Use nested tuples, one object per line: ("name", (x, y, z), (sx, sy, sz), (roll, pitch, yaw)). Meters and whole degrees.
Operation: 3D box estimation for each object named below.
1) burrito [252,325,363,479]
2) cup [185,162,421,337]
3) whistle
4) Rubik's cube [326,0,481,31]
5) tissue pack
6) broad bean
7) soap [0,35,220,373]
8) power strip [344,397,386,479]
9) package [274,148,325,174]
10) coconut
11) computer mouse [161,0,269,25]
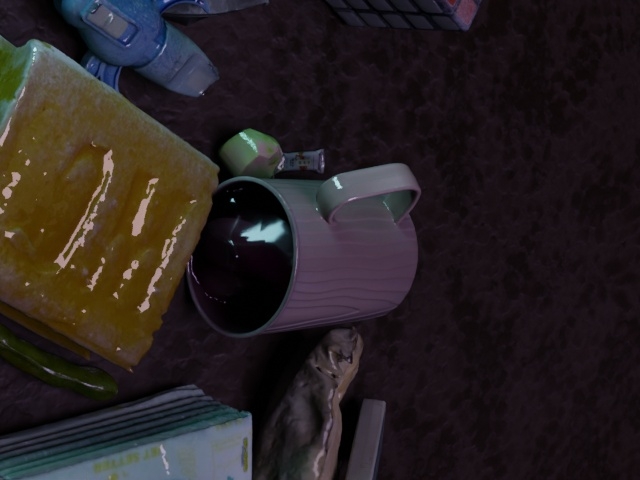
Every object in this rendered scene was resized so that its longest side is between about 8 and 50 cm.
("burrito", (-0.022, 0.280, 2.000), (0.190, 0.135, 0.332), (24, 76, -75))
("cup", (-0.012, -0.008, 1.885), (0.273, 0.208, 0.288), (-2, 120, -46))
("whistle", (-0.230, -0.256, 1.704), (0.180, 0.093, 0.269), (-51, 137, 5))
("Rubik's cube", (0.104, -0.447, 1.904), (0.238, 0.237, 0.237), (39, 70, -41))
("tissue pack", (-0.270, 0.369, 1.765), (0.388, 0.162, 0.287), (-10, 107, -44))
("broad bean", (-0.348, 0.149, 1.717), (0.053, 0.052, 0.256), (-36, 136, 17))
("soap", (-0.309, -0.041, 1.647), (0.335, 0.156, 0.293), (37, 73, -40))
("power strip", (0.055, 0.376, 2.021), (0.367, 0.043, 0.106), (-73, 168, -58))
("package", (-0.032, -0.114, 1.995), (0.110, 0.015, 0.037), (-6, 97, -45))
("coconut", (-0.093, -0.114, 1.893), (0.082, 0.081, 0.083), (-37, 167, -34))
("computer mouse", (-0.131, -0.350, 1.807), (0.231, 0.071, 0.126), (-21, 113, -41))
